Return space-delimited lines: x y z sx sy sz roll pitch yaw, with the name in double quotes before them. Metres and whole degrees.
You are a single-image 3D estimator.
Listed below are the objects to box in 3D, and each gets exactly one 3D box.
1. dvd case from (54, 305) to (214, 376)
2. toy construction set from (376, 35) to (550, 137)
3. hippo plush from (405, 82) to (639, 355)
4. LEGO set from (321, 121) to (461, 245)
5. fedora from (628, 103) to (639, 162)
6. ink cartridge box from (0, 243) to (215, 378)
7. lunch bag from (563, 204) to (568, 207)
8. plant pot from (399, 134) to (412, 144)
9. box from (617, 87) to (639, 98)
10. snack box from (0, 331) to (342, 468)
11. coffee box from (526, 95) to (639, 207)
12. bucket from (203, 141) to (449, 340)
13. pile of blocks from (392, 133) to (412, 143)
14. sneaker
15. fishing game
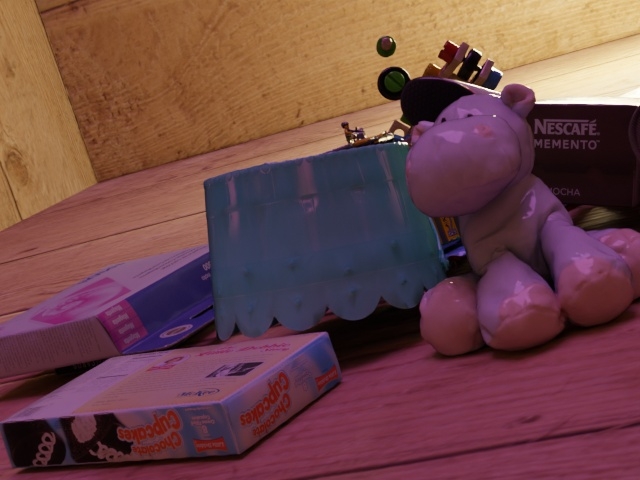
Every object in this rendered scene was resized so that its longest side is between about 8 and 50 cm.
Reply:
"dvd case" -0.230 0.120 1.897 0.179 0.030 0.238 -12 11 30
"toy construction set" 0.245 -0.215 2.446 0.308 0.257 0.237 3 -2 0
"hippo plush" 0.209 -0.040 1.404 0.234 0.237 0.294 -12 12 30
"LEGO set" 0.098 -0.082 1.836 0.255 0.192 0.331 -19 3 30
"fedora" 0.455 -0.081 1.414 0.275 0.243 0.124 -27 35 36
"ink cartridge box" -0.252 0.083 1.861 0.330 0.071 0.324 -14 10 32
"lunch bag" 0.329 -0.073 1.906 0.071 0.053 0.083 -23 21 -16
"plant pot" 0.201 -0.119 2.101 0.165 0.167 0.167 -24 10 1
"box" 0.603 -0.223 2.226 0.232 0.058 0.322 -25 12 -37
"snack box" -0.159 0.167 1.430 0.322 0.060 0.187 -10 12 37
"coffee box" 0.341 -0.116 1.688 0.168 0.119 0.297 5 9 25
"bucket" 0.000 0.000 1.562 0.281 0.183 0.281 -10 -1 0
"pile of blocks" 0.162 -0.138 2.263 0.362 0.149 0.112 -17 10 7
"sneaker" 0.255 -0.171 1.967 0.270 0.090 0.145 15 10 16
"fishing game" 0.200 0.008 1.734 0.264 0.041 0.189 -18 6 46
